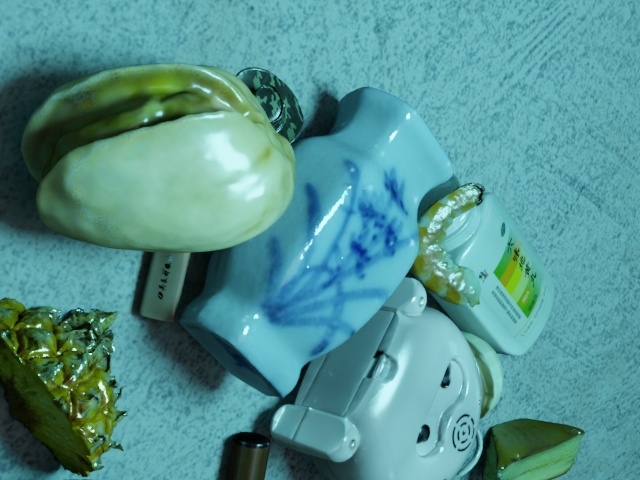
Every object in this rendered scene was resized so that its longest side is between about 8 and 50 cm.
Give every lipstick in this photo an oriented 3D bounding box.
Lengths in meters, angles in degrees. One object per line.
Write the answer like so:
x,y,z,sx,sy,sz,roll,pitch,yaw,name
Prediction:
-0.124,0.446,1.480,0.057,0.057,0.357,7,94,-42,lipstick

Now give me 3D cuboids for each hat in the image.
-0.072,-0.173,1.370,0.121,0.050,0.121,4,74,-15,hat

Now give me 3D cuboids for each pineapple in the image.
-0.272,0.157,1.238,0.164,0.140,0.250,-31,116,-34,pineapple

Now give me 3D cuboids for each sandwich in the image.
0.355,0.378,1.859,0.258,0.096,0.094,-4,108,-42,sandwich

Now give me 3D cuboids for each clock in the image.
0.120,0.247,1.569,0.326,0.184,0.342,46,69,-40,clock

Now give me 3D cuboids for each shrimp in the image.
0.204,0.004,1.530,0.161,0.049,0.166,37,87,-23,shrimp

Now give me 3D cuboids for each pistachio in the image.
-0.174,-0.091,1.212,0.321,0.229,0.238,-1,135,-34,pistachio

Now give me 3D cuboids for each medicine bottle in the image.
0.246,0.033,1.668,0.324,0.124,0.179,48,61,-35,medicine bottle

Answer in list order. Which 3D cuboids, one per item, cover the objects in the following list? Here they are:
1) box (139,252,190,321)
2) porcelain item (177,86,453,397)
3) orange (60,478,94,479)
-0.194,0.044,1.336,0.048,0.025,0.115,14,92,-3,box
0.000,0.000,1.406,0.405,0.178,0.242,-54,128,-20,porcelain item
-0.289,0.419,1.222,0.284,0.226,0.284,-7,100,-45,orange
